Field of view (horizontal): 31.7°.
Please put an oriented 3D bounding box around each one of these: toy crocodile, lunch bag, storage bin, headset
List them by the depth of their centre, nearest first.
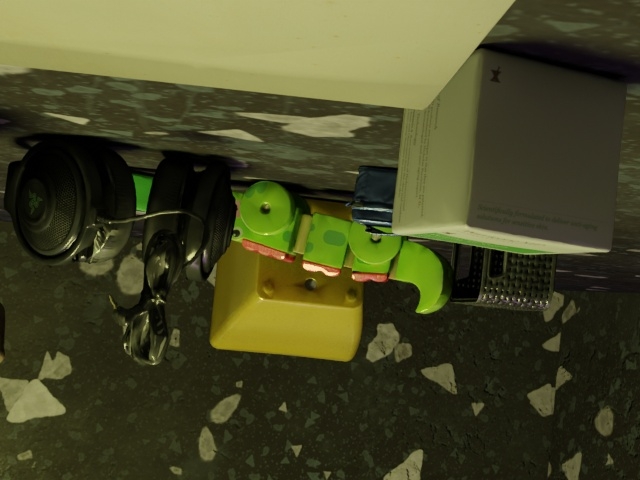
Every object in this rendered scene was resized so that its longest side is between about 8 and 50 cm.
[{"bbox_3d":[0.075,-0.037,1.145,0.098,0.065,0.067,5,176,12],"label":"lunch bag"},{"bbox_3d":[-0.204,-0.004,1.186,0.243,0.185,0.394,7,-172,-22],"label":"headset"},{"bbox_3d":[0.211,0.017,1.316,0.084,0.122,0.180,6,176,-4],"label":"storage bin"},{"bbox_3d":[0.000,0.000,1.381,0.340,0.105,0.115,15,179,8],"label":"toy crocodile"}]

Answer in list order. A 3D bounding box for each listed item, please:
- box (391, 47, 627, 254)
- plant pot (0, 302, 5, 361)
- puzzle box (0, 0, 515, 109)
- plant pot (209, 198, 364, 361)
[{"bbox_3d":[0.108,-0.047,0.650,0.101,0.102,0.087,9,174,-24],"label":"box"},{"bbox_3d":[-0.419,-0.004,1.044,0.263,0.229,0.263,2,167,0],"label":"plant pot"},{"bbox_3d":[-0.068,-0.111,0.332,0.272,0.052,0.409,7,176,-3],"label":"puzzle box"},{"bbox_3d":[-0.029,0.037,1.552,0.212,0.212,0.187,7,163,-11],"label":"plant pot"}]
